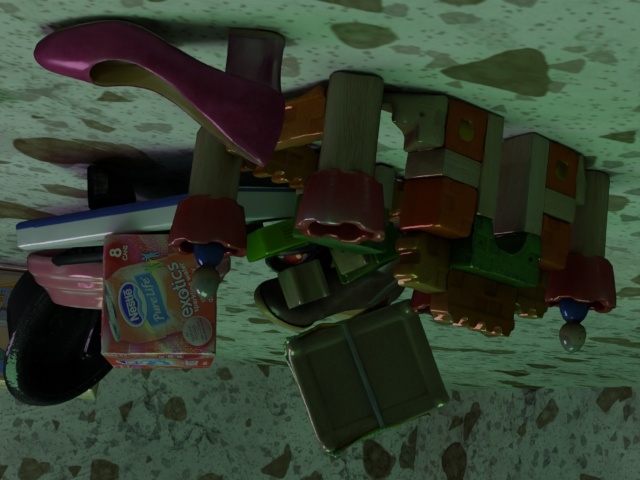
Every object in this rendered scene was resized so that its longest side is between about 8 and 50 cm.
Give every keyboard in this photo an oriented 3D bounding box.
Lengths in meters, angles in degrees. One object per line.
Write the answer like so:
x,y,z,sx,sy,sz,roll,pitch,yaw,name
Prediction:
-0.221,-0.005,1.713,0.317,0.033,0.201,-5,-172,31,keyboard

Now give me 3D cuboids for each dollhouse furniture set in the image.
0.021,0.115,1.543,0.197,0.301,0.151,-18,176,-22,dollhouse furniture set

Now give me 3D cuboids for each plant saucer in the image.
-0.314,0.061,1.924,0.332,0.084,0.332,0,-176,0,plant saucer

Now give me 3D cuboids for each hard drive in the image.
-0.205,-0.029,1.528,0.319,0.040,0.210,-8,179,25,hard drive

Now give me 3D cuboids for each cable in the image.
0.000,0.000,1.794,0.139,0.072,0.287,16,155,-6,cable

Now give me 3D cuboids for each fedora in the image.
-0.500,0.146,2.235,0.152,0.334,0.334,35,-174,34,fedora

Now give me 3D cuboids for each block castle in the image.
0.094,-0.003,1.281,0.453,0.213,0.303,17,164,-39,block castle

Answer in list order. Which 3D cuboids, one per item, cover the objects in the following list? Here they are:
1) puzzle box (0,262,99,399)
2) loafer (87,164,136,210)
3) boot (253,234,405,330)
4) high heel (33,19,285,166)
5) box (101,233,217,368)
-0.637,0.176,2.408,0.409,0.272,0.052,6,147,1,puzzle box
-0.281,-0.069,1.566,0.061,0.062,0.170,-1,179,-7,loafer
0.043,0.047,1.721,0.248,0.090,0.207,5,143,-46,boot
-0.149,-0.128,1.045,0.244,0.117,0.082,5,168,8,high heel
-0.212,0.088,1.553,0.142,0.154,0.300,1,171,-7,box
